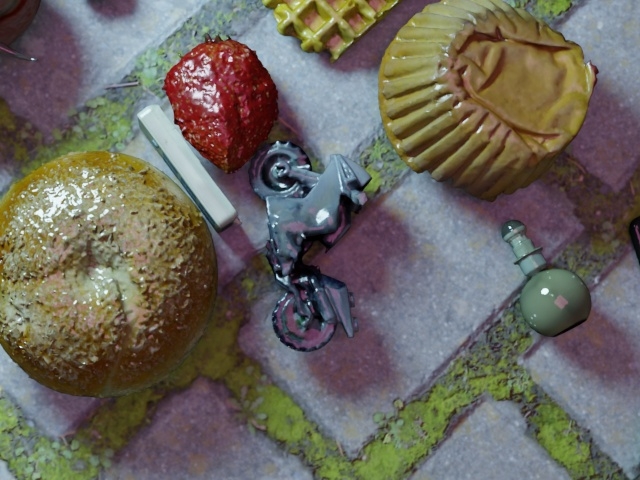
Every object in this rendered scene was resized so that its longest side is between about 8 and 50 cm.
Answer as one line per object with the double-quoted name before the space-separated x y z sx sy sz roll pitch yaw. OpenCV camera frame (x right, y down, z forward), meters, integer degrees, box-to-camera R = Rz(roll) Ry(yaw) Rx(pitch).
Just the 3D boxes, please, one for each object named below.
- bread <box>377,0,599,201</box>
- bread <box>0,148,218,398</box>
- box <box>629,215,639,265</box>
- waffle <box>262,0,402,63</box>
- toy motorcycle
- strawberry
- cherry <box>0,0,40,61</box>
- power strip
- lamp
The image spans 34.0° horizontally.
"bread" 0.210 -0.191 1.339 0.274 0.149 0.274 2 83 -12
"bread" -0.265 0.039 1.260 0.305 0.159 0.305 1 85 -8
"box" 0.490 0.013 1.420 0.126 0.027 0.125 -16 86 -6
"waffle" 0.008 -0.371 1.369 0.229 0.057 0.219 -42 92 -7
"toy motorcycle" 0.000 0.000 1.323 0.159 0.106 0.270 -11 84 -2
"strawberry" -0.125 -0.176 1.312 0.146 0.082 0.187 -6 73 -5
"cherry" -0.451 -0.294 1.234 0.285 0.213 0.236 38 56 -5
"power strip" -0.167 -0.090 1.317 0.035 0.081 0.192 -37 91 -7
"lamp" 0.286 0.044 1.371 0.091 0.091 0.163 -25 73 -8
